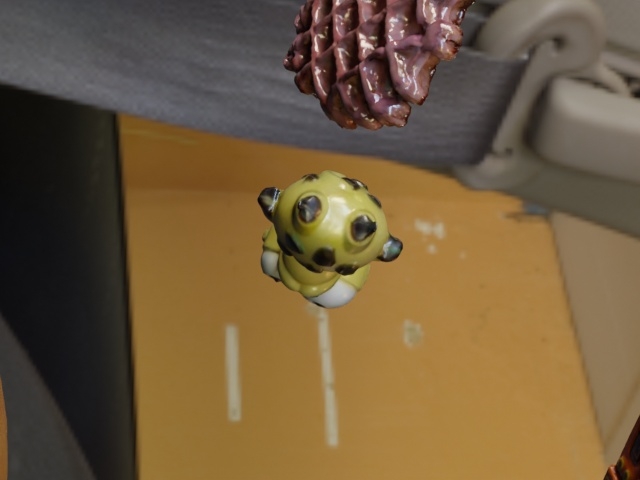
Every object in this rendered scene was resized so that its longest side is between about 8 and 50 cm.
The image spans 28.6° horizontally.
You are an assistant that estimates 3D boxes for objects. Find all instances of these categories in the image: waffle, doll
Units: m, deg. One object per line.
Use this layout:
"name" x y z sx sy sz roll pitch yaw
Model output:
"waffle" 0.051 -0.201 1.061 0.234 0.055 0.221 46 -64 50
"doll" 0.000 0.001 1.047 0.086 0.117 0.291 -62 180 -10

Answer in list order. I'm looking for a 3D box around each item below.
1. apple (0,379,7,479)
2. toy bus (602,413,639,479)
"apple" -0.213 0.087 0.373 0.253 0.254 0.253 -178 -90 -81
"toy bus" 0.375 0.197 0.860 0.143 0.329 0.153 -95 -160 -65
